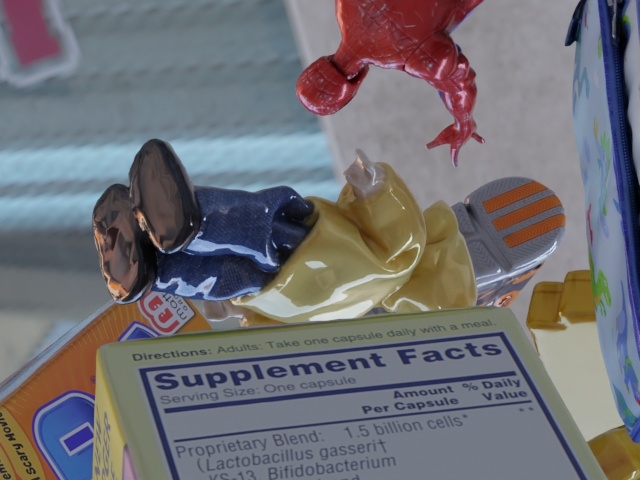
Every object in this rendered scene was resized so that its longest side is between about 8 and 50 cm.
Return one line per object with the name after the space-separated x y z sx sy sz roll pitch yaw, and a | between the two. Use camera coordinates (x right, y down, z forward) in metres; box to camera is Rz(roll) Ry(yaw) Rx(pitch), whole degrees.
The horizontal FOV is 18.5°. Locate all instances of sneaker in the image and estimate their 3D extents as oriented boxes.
0.085 0.060 1.890 0.321 0.180 0.124 -17 -114 -13 | sneaker

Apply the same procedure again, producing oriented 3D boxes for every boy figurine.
0.000 0.000 1.304 0.285 0.177 0.092 5 -129 -37 | boy figurine

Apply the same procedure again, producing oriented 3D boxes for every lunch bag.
0.165 -0.028 0.853 0.090 0.176 0.219 -3 -103 -2 | lunch bag

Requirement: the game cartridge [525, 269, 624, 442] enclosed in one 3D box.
0.310 0.131 1.362 0.285 0.324 0.053 2 -129 22 | game cartridge

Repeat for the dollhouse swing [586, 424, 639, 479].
0.161 0.270 1.170 0.347 0.315 0.305 -36 -179 20 | dollhouse swing

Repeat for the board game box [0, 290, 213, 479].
-0.240 0.314 1.935 0.356 0.356 0.356 -35 -174 38 | board game box

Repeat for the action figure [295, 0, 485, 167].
0.102 -0.147 1.002 0.280 0.139 0.091 -40 -108 -6 | action figure

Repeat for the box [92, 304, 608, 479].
0.019 0.174 0.488 0.117 0.213 0.243 -4 -144 -15 | box
